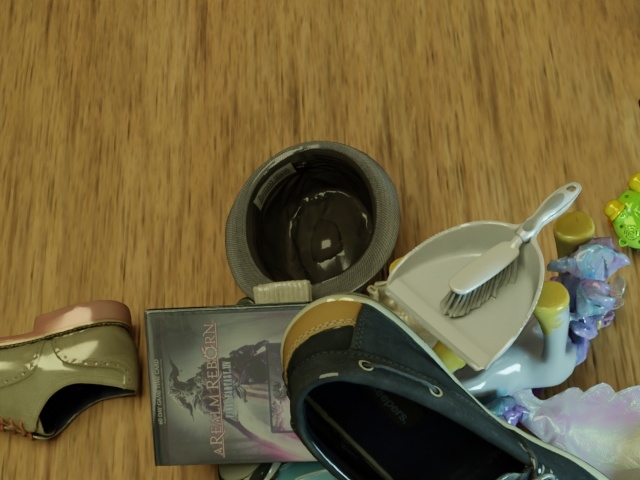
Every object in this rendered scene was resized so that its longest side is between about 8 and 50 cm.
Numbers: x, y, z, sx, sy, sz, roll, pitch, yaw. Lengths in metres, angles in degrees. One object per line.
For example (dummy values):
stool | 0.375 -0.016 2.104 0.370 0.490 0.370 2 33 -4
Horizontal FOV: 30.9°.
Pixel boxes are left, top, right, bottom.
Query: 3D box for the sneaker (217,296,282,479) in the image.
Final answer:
sneaker | -0.098 0.199 1.509 0.100 0.108 0.271 -12 57 32

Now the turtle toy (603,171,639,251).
turtle toy | 0.423 -0.039 1.486 0.095 0.066 0.130 42 78 9

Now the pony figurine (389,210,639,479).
pony figurine | 0.243 0.135 1.331 0.351 0.363 0.303 -15 50 -7

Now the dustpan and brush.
dustpan and brush | 0.185 0.015 1.158 0.211 0.060 0.147 -35 55 -22

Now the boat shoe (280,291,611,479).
boat shoe | 0.154 0.256 1.153 0.187 0.500 0.156 -44 11 22

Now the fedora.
fedora | 0.000 0.000 1.582 0.244 0.124 0.275 -21 54 7

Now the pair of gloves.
pair of gloves | 0.034 0.150 1.443 0.240 0.042 0.204 1 99 -1

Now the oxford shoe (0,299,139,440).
oxford shoe | -0.440 0.215 1.619 0.397 0.140 0.146 -23 64 9

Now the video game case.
video game case | -0.074 0.175 1.422 0.274 0.026 0.196 -3 94 5

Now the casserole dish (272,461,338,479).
casserole dish | 0.016 0.310 1.460 0.188 0.037 0.114 -16 59 10

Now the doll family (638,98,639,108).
doll family | 0.506 -0.167 1.528 0.111 0.076 0.193 -41 52 0
